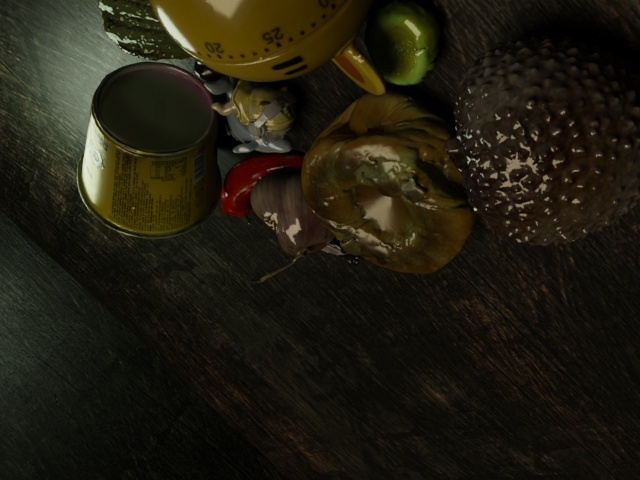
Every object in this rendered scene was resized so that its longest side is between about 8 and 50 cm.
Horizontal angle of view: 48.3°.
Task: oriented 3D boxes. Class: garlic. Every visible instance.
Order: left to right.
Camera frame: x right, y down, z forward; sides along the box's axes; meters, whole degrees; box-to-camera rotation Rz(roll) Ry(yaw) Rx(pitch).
[{"bbox_3d":[-0.065,-0.028,1.525,0.207,0.257,0.207,31,-171,-5],"label":"garlic"}]

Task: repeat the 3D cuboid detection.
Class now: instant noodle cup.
[{"bbox_3d":[-0.356,-0.202,1.518,0.325,0.325,0.254,35,147,7],"label":"instant noodle cup"}]

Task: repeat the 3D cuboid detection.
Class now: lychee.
[{"bbox_3d":[0.311,-0.144,0.977,0.300,0.300,0.300,26,144,21],"label":"lychee"}]

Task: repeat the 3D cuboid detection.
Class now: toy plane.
[{"bbox_3d":[-0.001,-0.001,1.654,0.197,0.053,0.078,19,150,23],"label":"toy plane"}]

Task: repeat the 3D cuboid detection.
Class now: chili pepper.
[{"bbox_3d":[-0.151,-0.121,1.632,0.137,0.092,0.368,35,151,-15],"label":"chili pepper"}]

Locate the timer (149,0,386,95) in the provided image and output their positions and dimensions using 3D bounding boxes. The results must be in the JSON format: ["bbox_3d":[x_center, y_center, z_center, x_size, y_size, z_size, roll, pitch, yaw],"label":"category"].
[{"bbox_3d":[-0.071,-0.378,1.049,0.376,0.376,0.387,23,169,25],"label":"timer"}]

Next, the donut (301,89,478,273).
[{"bbox_3d":[0.131,-0.100,1.308,0.360,0.170,0.360,23,147,16],"label":"donut"}]

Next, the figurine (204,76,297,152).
[{"bbox_3d":[-0.130,-0.257,1.419,0.208,0.128,0.184,49,144,-5],"label":"figurine"}]

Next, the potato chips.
[{"bbox_3d":[-0.317,-0.509,1.357,0.429,0.070,0.359,17,137,29],"label":"potato chips"}]

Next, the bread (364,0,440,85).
[{"bbox_3d":[0.134,-0.315,1.134,0.130,0.071,0.139,5,131,37],"label":"bread"}]
